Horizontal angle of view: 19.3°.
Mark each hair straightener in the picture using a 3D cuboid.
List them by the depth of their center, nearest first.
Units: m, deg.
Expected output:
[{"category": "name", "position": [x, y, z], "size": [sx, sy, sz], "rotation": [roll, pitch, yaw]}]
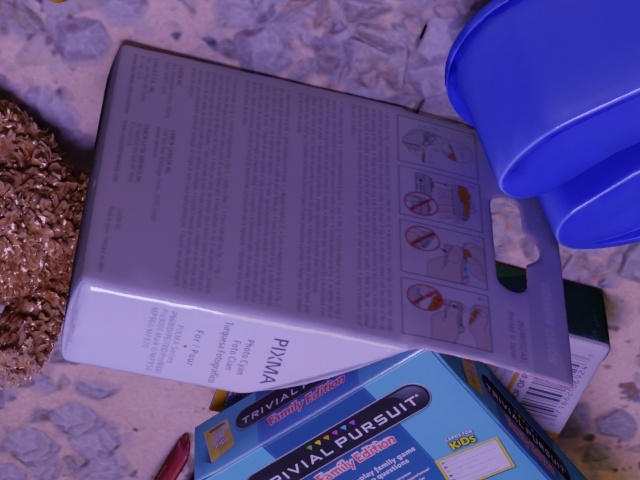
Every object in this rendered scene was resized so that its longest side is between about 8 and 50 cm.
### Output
[{"category": "hair straightener", "position": [-0.157, 0.309, 1.910], "size": [0.089, 0.047, 0.230], "rotation": [26, 104, -19]}]

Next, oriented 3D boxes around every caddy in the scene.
[{"category": "caddy", "position": [0.267, -0.142, 1.478], "size": [0.341, 0.179, 0.241], "rotation": [-24, 148, 21]}]

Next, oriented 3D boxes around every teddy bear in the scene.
[{"category": "teddy bear", "position": [-0.277, -0.007, 1.600], "size": [0.338, 0.245, 0.113], "rotation": [20, 164, -7]}]

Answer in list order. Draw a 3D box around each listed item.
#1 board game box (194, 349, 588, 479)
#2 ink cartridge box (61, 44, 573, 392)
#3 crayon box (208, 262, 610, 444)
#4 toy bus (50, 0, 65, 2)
[{"category": "board game box", "position": [0.085, 0.234, 1.733], "size": [0.253, 0.079, 0.336], "rotation": [-32, 121, 17]}, {"category": "ink cartridge box", "position": [0.000, 0.000, 1.518], "size": [0.385, 0.308, 0.091], "rotation": [13, 129, -9]}, {"category": "crayon box", "position": [0.079, 0.103, 1.744], "size": [0.323, 0.083, 0.203], "rotation": [15, 129, -10]}, {"category": "toy bus", "position": [-0.119, -0.330, 1.365], "size": [0.108, 0.130, 0.332], "rotation": [36, 123, -24]}]
